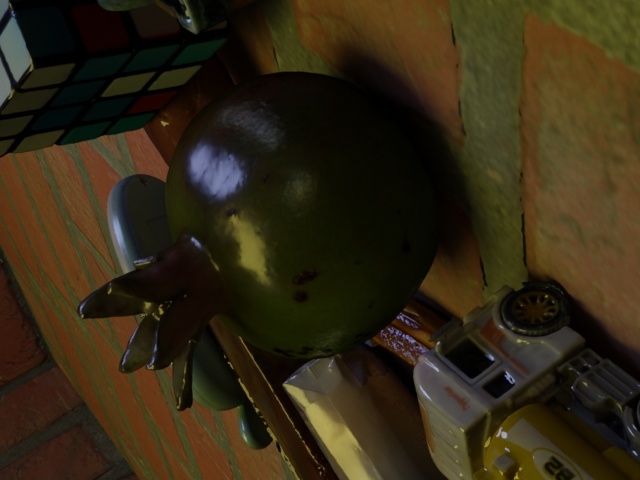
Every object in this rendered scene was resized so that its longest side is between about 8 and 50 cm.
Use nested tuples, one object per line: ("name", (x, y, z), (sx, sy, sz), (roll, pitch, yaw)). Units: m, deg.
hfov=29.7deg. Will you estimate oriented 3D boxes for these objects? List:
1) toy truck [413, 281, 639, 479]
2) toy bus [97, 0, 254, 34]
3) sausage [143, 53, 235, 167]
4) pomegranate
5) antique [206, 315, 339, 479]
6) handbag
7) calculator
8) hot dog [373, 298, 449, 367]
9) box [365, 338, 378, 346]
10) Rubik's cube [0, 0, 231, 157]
("toy truck", (0.140, 0.122, 0.631), (0.227, 0.114, 0.098), (41, 154, 44))
("toy bus", (-0.073, -0.213, 0.598), (0.275, 0.167, 0.138), (41, 154, 54))
("sausage", (-0.162, -0.196, 0.961), (0.433, 0.088, 0.088), (55, 161, 18))
("pomegranate", (-0.037, 0.001, 0.737), (0.181, 0.224, 0.181), (40, 148, 30))
("antique", (-0.003, 0.146, 1.082), (0.310, 0.087, 0.093), (59, 160, 4))
("handbag", (0.053, 0.160, 0.950), (0.173, 0.095, 0.117), (58, -166, 7))
("calculator", (-0.115, 0.066, 1.182), (0.295, 0.042, 0.184), (61, -160, 0))
("hot dog", (0.075, 0.069, 0.848), (0.122, 0.037, 0.049), (32, 136, 45))
("box", (0.000, 0.000, 0.948), (0.090, 0.024, 0.167), (26, 142, 58))
("Rubik's cube", (-0.178, -0.160, 0.808), (0.154, 0.151, 0.155), (-34, 76, 50))
